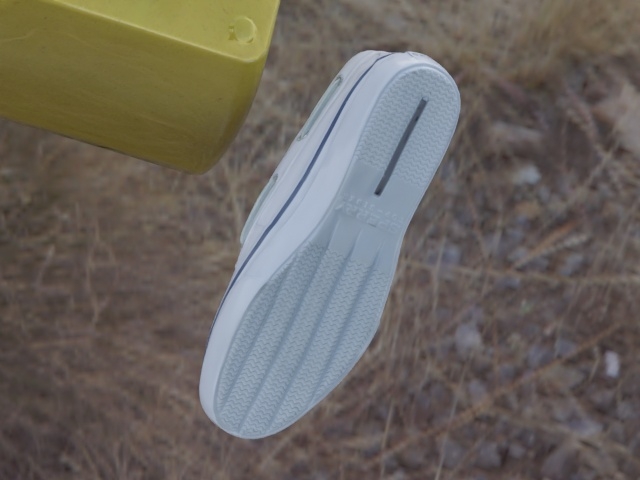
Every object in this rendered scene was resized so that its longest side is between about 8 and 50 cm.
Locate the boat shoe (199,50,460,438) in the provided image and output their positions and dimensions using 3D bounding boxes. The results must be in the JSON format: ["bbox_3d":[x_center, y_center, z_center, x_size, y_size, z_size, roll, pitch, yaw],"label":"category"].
[{"bbox_3d":[0.000,0.000,0.882,0.226,0.083,0.076,-58,30,-1],"label":"boat shoe"}]

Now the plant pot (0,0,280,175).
[{"bbox_3d":[-0.110,-0.173,0.921,0.212,0.187,0.212,16,81,-19],"label":"plant pot"}]
